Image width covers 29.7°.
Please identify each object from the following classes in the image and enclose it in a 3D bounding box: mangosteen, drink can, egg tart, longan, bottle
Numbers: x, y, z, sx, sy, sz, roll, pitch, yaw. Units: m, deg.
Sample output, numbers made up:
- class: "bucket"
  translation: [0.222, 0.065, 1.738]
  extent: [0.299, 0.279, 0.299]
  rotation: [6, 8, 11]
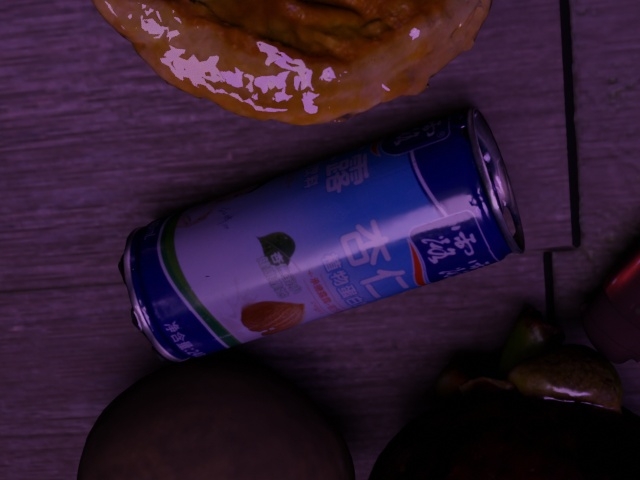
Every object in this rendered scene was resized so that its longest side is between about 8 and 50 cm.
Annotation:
- class: "mangosteen"
  translation: [0.139, 0.169, 0.764]
  extent: [0.216, 0.216, 0.216]
  rotation: [3, 119, 5]
- class: "drink can"
  translation: [0.000, 0.000, 0.747]
  extent: [0.235, 0.097, 0.097]
  rotation: [-18, 115, 16]
- class: "egg tart"
  translation: [-0.020, -0.170, 0.620]
  extent: [0.241, 0.106, 0.241]
  rotation: [2, 83, -18]
- class: "longan"
  translation: [-0.068, 0.160, 0.807]
  extent: [0.187, 0.167, 0.167]
  rotation: [22, 120, -21]
- class: "bottle"
  translation: [0.228, 0.011, 0.747]
  extent: [0.060, 0.060, 0.164]
  rotation: [33, 118, -11]
